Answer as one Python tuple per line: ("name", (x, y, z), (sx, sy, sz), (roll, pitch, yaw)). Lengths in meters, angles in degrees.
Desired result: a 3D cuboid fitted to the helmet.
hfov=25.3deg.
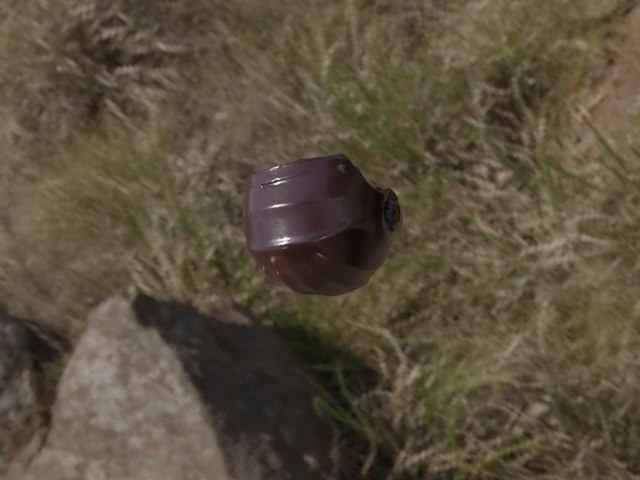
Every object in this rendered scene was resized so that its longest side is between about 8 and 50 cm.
("helmet", (0.000, 0.000, 0.924), (0.098, 0.123, 0.070), (-12, 55, 30))
